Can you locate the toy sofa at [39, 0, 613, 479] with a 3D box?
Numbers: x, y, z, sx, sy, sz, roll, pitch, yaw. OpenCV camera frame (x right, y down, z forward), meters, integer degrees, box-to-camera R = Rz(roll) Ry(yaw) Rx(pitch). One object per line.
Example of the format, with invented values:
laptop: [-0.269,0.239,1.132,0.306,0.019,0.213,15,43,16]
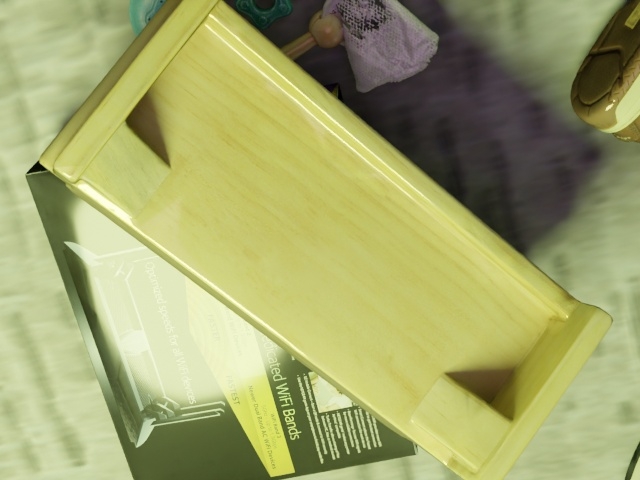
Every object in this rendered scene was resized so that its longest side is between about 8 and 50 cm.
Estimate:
toy sofa: [0.000,0.000,0.691,0.362,0.177,0.150,38,83,-13]

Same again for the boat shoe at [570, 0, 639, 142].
boat shoe: [0.288,-0.179,0.712,0.095,0.095,0.257,23,118,-22]

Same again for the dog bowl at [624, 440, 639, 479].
dog bowl: [0.473,0.267,0.847,0.408,0.150,0.408,1,112,2]

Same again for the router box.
router box: [-0.069,0.050,0.819,0.243,0.081,0.309,-11,111,7]

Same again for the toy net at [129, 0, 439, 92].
toy net: [-0.026,-0.180,0.745,0.232,0.045,0.122,9,111,-3]
